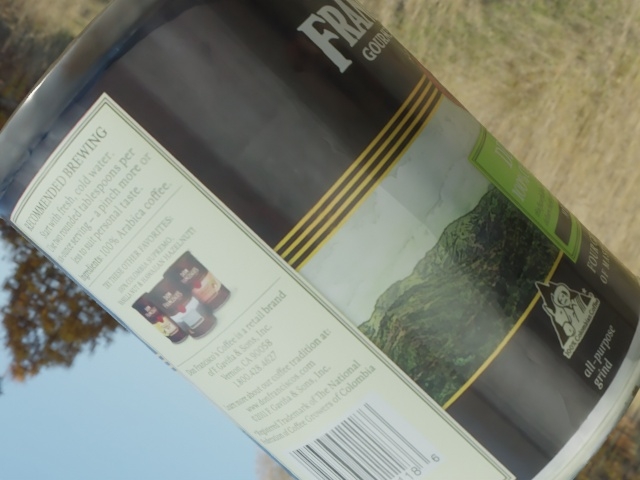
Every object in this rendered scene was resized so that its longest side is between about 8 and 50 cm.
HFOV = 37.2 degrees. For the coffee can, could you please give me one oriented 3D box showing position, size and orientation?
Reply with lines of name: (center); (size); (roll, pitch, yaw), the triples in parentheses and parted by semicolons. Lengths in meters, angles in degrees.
coffee can: (0.000, 0.000, 0.484); (0.275, 0.201, 0.201); (43, 176, -7)
